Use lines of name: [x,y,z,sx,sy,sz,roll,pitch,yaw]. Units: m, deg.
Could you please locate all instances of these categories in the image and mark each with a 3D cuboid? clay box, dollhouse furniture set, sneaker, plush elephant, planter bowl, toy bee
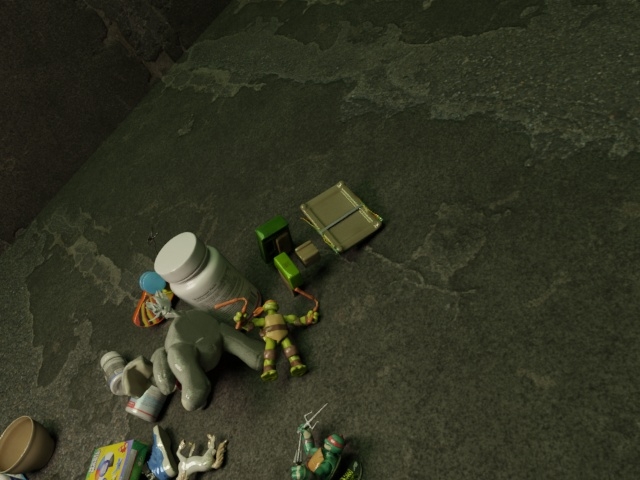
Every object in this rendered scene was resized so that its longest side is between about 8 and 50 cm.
clay box: [-0.543,0.600,1.371,0.222,0.053,0.128,-25,43,33]
dollhouse furniture set: [0.000,0.000,1.467,0.301,0.151,0.197,-32,61,-14]
sneaker: [0.055,0.478,1.056,0.031,0.035,0.083,8,62,40]
plush elephant: [-0.345,0.318,1.353,0.330,0.255,0.272,38,37,16]
planter bowl: [-0.872,0.622,1.580,0.162,0.109,0.162,-21,46,23]
toy bee: [-0.484,0.132,1.672,0.195,0.162,0.298,44,119,63]
sneaker: [-0.419,0.547,1.338,0.084,0.058,0.152,-35,48,-4]

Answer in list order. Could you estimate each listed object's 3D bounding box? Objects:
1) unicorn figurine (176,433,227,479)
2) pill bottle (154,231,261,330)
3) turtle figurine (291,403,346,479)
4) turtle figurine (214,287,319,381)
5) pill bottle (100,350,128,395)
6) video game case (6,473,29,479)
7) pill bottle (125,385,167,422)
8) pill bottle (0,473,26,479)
unicorn figurine: [-0.302,0.531,1.262,0.161,0.060,0.111,-26,44,18]
pill bottle: [-0.299,0.115,1.425,0.160,0.283,0.160,-22,41,20]
turtle figurine: [-0.022,0.456,1.060,0.118,0.175,0.234,31,89,3]
turtle figurine: [-0.122,0.231,1.303,0.087,0.269,0.217,122,142,-49]
pill bottle: [-0.609,0.395,1.590,0.078,0.078,0.137,-49,42,-8]
video game case: [-0.929,0.754,1.585,0.166,0.015,0.119,14,66,43]
pill bottle: [-0.460,0.409,1.460,0.087,0.087,0.160,0,57,37]
pill bottle: [-0.805,0.688,1.354,0.152,0.272,0.152,-20,46,23]
